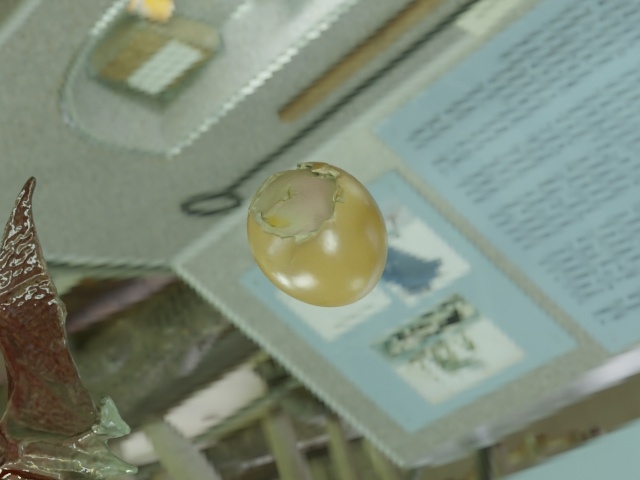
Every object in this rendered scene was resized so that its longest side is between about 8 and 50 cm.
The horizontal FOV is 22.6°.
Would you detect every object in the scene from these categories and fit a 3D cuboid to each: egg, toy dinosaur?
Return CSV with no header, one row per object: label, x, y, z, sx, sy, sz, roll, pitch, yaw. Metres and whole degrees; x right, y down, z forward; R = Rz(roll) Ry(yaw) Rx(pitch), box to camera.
egg,0.000,0.000,0.954,0.080,0.080,0.096,-18,139,6
toy dinosaur,-0.119,0.085,0.622,0.108,0.220,0.032,6,179,32
